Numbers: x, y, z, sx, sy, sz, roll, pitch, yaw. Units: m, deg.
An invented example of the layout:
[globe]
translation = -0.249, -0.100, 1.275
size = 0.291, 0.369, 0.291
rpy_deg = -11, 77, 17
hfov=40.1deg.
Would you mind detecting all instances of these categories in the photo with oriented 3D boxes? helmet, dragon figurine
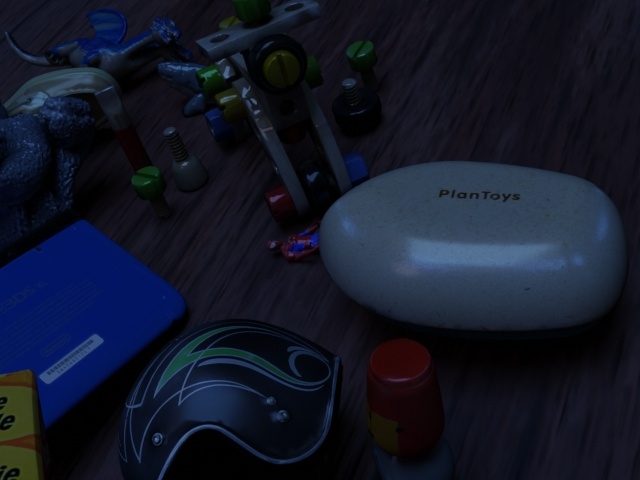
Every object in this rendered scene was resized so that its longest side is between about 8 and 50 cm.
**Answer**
[helmet]
translation = -0.070, 0.142, 0.673
size = 0.162, 0.169, 0.169
rpy_deg = 6, 46, 5
[dragon figurine]
translation = -0.317, -0.277, 1.268
size = 0.289, 0.085, 0.144
rpy_deg = 18, 54, 34

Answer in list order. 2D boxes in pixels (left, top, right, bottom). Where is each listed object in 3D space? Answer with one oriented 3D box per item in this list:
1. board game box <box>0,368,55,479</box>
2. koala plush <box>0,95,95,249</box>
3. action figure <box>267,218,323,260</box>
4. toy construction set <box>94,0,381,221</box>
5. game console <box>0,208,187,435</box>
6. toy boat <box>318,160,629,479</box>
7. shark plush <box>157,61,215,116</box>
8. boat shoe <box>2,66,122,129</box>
[board game box]
translation = -0.257, 0.325, 0.334
size = 0.357, 0.356, 0.356
rpy_deg = -8, 39, -16
[koala plush]
translation = -0.392, -0.090, 0.958
size = 0.196, 0.221, 0.203
rpy_deg = 6, 82, 19
[action figure]
translation = 0.000, 0.000, 0.897
size = 0.115, 0.030, 0.038
rpy_deg = -8, 48, 16
[toy construction set]
translation = -0.101, -0.169, 0.956
size = 0.309, 0.237, 0.257
rpy_deg = -12, 42, 10
[game console]
translation = -0.322, 0.110, 0.850
size = 0.250, 0.173, 0.293
rpy_deg = 36, 41, 10
[toy boat]
translation = 0.105, 0.060, 0.724
size = 0.268, 0.148, 0.318
rpy_deg = 8, 41, 21
[shark plush]
translation = -0.130, -0.209, 1.136
size = 0.161, 0.067, 0.073
rpy_deg = 4, 47, 25
[boat shoe]
translation = -0.386, -0.132, 1.141
size = 0.285, 0.104, 0.089
rpy_deg = -24, 45, 11
